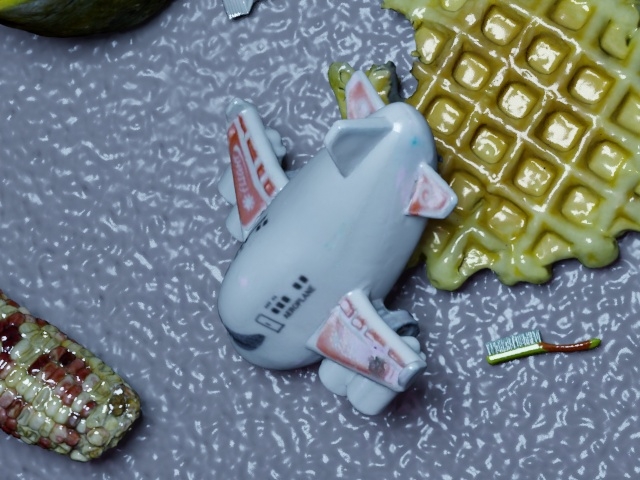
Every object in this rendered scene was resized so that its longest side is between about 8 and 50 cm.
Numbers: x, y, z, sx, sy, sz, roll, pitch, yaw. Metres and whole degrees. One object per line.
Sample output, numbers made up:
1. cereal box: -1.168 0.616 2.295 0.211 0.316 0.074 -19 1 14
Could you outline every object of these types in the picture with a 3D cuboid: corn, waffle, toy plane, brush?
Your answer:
1. corn: -0.266 0.076 1.095 0.290 0.098 0.098 28 93 8
2. waffle: 0.137 -0.097 1.042 0.250 0.056 0.261 -14 83 10
3. toy plane: 0.003 0.000 0.998 0.252 0.118 0.252 11 105 48
4. brush: 0.162 0.075 1.046 0.083 0.019 0.021 -10 76 12

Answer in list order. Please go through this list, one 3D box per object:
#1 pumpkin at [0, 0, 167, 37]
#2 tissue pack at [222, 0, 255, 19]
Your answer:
1. pumpkin: -0.248 -0.280 1.076 0.222 0.139 0.317 -43 83 18
2. tissue pack: -0.002 -0.259 1.089 0.193 0.026 0.122 -21 84 10
